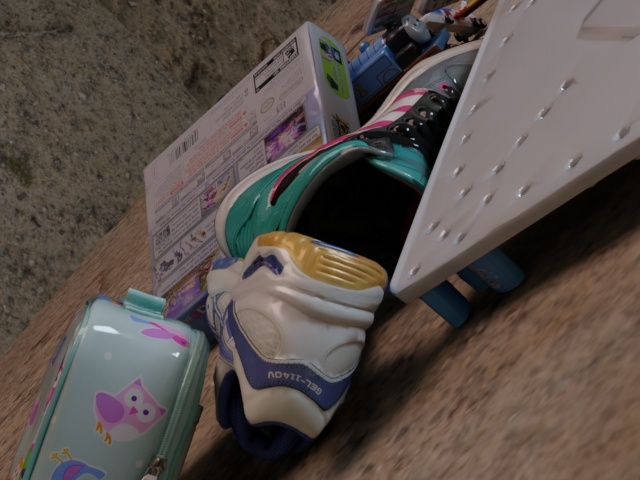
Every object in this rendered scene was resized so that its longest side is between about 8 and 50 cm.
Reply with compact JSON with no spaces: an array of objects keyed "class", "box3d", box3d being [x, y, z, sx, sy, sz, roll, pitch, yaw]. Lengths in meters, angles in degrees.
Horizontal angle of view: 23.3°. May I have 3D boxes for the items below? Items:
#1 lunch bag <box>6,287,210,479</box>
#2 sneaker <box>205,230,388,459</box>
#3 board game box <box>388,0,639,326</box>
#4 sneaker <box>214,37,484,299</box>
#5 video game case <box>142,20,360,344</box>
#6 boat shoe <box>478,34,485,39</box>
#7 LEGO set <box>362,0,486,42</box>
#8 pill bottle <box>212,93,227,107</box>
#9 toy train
[{"class":"lunch bag","box3d":[-0.154,0.143,1.089,0.279,0.108,0.224,-178,111,-79]},{"class":"sneaker","box3d":[-0.038,0.082,1.056,0.296,0.112,0.131,119,168,-78]},{"class":"board game box","box3d":[0.231,-0.157,0.987,0.390,0.050,0.390,-36,20,40]},{"class":"sneaker","box3d":[0.070,-0.053,1.152,0.295,0.124,0.178,-33,20,-8]},{"class":"video game case","box3d":[-0.070,-0.052,1.574,0.269,0.061,0.244,-39,39,29]},{"class":"boat shoe","box3d":[0.180,-0.153,1.303,0.233,0.084,0.079,-51,-26,0]},{"class":"LEGO set","box3d":[0.113,-0.250,1.711,0.182,0.060,0.244,-23,-16,-15]},{"class":"pill bottle","box3d":[-0.068,-0.088,1.780,0.123,0.123,0.219,-42,24,14]},{"class":"toy train","box3d":[0.067,-0.159,1.629,0.184,0.105,0.080,-40,11,27]}]
